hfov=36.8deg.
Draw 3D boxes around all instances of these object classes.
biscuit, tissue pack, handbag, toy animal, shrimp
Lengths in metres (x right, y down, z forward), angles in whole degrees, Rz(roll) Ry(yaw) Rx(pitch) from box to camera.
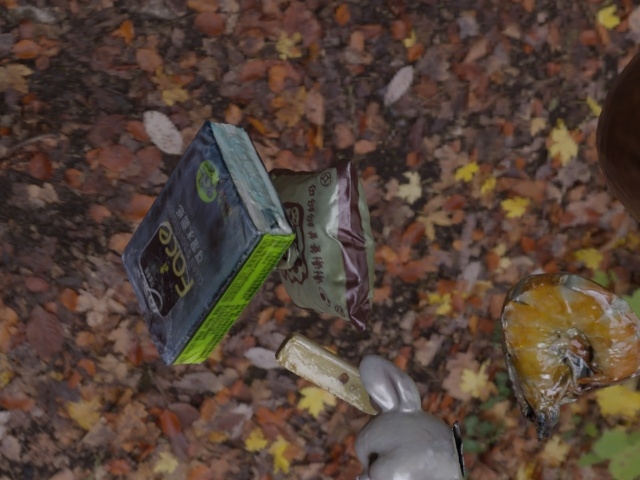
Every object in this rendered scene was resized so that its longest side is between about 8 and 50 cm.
[{"bbox_3d":[0.021,0.208,1.513,0.188,0.052,0.056,29,96,-6],"label":"biscuit"},{"bbox_3d":[-0.131,0.005,1.074,0.073,0.173,0.235,3,139,-40],"label":"tissue pack"},{"bbox_3d":[0.000,0.000,1.273,0.127,0.235,0.213,-13,98,-21],"label":"handbag"},{"bbox_3d":[0.128,0.325,1.318,0.154,0.208,0.325,-10,67,5],"label":"toy animal"},{"bbox_3d":[0.291,0.145,1.116,0.062,0.164,0.317,-59,152,-35],"label":"shrimp"}]

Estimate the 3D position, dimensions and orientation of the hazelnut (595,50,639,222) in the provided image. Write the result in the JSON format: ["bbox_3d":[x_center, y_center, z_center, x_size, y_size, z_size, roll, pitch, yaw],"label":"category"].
[{"bbox_3d":[0.594,-0.150,1.332,0.420,0.420,0.353,-8,109,-32],"label":"hazelnut"}]
